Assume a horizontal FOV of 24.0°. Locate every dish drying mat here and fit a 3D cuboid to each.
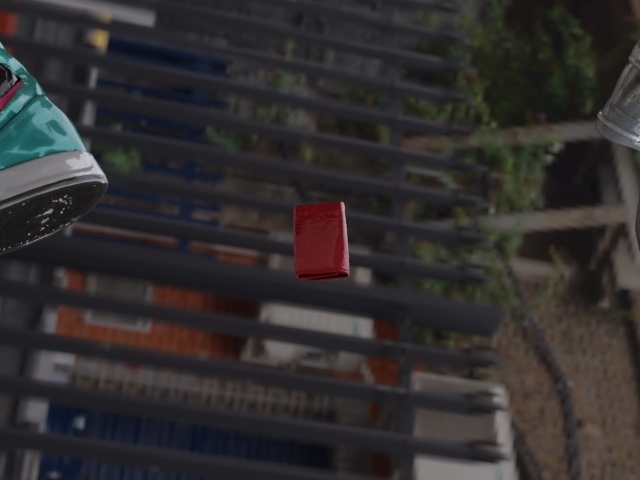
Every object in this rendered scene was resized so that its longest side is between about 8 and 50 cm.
[{"bbox_3d":[0.000,0.000,0.892,0.083,0.032,0.008,-93,177,-61],"label":"dish drying mat"}]

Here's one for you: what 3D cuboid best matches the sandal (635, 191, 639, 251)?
[{"bbox_3d":[0.171,0.002,0.582,0.240,0.088,0.079,-94,-176,-62],"label":"sandal"}]

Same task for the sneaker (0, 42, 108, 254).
[{"bbox_3d":[-0.298,-0.070,0.983,0.124,0.295,0.178,-46,-111,43],"label":"sneaker"}]

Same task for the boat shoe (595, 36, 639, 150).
[{"bbox_3d":[0.362,-0.098,1.423,0.103,0.320,0.118,-52,-125,12],"label":"boat shoe"}]
